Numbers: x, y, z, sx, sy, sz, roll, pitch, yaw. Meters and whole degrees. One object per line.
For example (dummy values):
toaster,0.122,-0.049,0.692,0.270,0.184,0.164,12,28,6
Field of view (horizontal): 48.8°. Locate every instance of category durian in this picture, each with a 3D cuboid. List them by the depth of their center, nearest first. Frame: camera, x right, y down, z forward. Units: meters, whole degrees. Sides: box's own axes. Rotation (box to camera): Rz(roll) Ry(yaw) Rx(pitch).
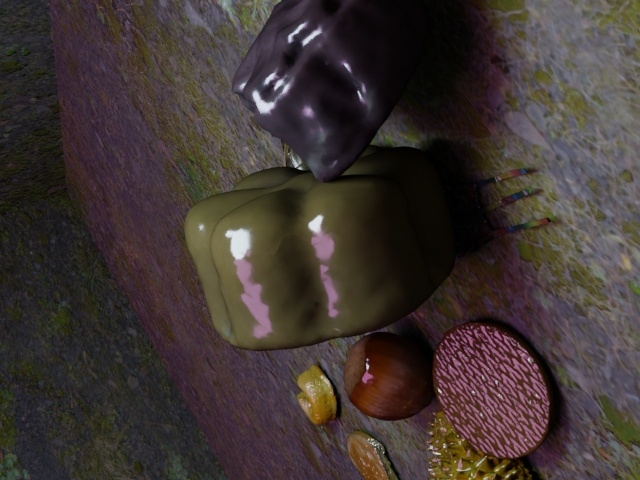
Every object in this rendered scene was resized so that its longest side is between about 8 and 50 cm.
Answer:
durian,0.292,0.428,1.442,0.305,0.185,0.196,153,118,-69

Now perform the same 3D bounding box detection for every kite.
kite,0.281,-0.051,1.204,0.285,0.015,0.152,-18,95,66

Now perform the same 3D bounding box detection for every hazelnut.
hazelnut,0.146,0.297,1.515,0.214,0.176,0.214,25,149,16

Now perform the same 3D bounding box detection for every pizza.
pizza,0.155,0.610,1.853,0.262,0.034,0.181,53,148,26

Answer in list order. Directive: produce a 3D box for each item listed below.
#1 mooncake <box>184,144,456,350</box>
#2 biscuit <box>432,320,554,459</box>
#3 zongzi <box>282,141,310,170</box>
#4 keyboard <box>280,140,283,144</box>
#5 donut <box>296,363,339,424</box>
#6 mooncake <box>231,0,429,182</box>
mooncake,0.000,0.000,1.257,0.467,0.466,0.262,9,118,57
biscuit,0.315,0.273,1.302,0.262,0.037,0.262,16,111,46
zongzi,-0.038,-0.129,1.605,0.248,0.111,0.241,69,158,8
keyboard,-0.069,-0.300,1.622,0.060,0.018,0.195,65,152,20
donut,-0.011,0.447,1.982,0.146,0.078,0.181,53,150,29
mooncake,0.008,-0.299,1.150,0.212,0.351,0.381,37,178,-21
